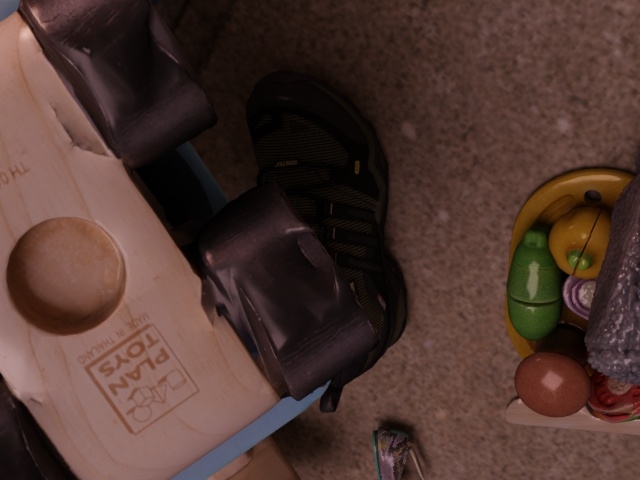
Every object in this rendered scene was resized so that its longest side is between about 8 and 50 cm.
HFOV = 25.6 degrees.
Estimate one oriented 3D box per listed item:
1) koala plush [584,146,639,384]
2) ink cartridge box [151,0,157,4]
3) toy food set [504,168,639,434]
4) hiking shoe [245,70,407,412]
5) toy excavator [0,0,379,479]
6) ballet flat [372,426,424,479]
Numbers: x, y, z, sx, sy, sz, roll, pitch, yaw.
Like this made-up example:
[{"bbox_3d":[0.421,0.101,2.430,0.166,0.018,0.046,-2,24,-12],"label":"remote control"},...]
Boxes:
[{"bbox_3d":[0.294,-0.007,0.795,0.221,0.203,0.196,18,155,-3],"label":"koala plush"},{"bbox_3d":[-0.168,-0.265,0.819,0.168,0.171,0.233,5,121,19],"label":"ink cartridge box"},{"bbox_3d":[0.180,0.063,0.937,0.128,0.071,0.218,9,122,17],"label":"toy food set"},{"bbox_3d":[0.000,0.000,0.945,0.086,0.114,0.227,-8,116,25],"label":"hiking shoe"},{"bbox_3d":[-0.114,0.056,0.873,0.222,0.445,0.433,-35,101,-5],"label":"toy excavator"},{"bbox_3d":[0.061,0.193,1.084,0.041,0.041,0.114,8,122,17],"label":"ballet flat"}]
